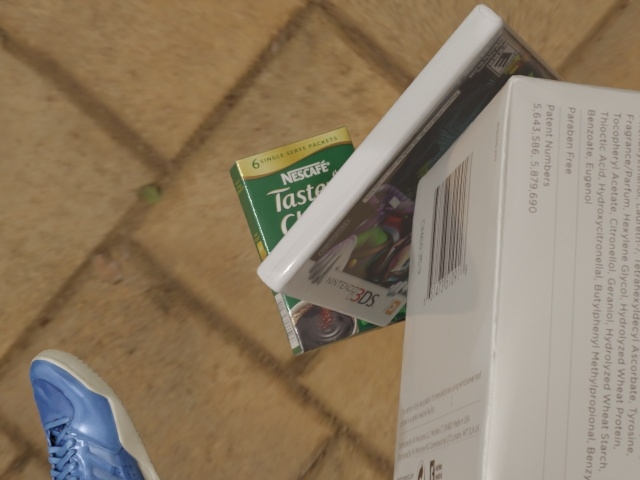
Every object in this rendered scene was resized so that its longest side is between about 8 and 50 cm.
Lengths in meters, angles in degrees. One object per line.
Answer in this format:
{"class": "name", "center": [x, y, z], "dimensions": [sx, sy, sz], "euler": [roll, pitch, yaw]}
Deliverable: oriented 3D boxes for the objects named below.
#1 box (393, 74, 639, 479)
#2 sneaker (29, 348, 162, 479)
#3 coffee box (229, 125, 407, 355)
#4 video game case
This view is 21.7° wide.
{"class": "box", "center": [0.111, 0.043, 0.736], "dimensions": [0.119, 0.181, 0.182], "euler": [7, 77, -7]}
{"class": "sneaker", "center": [-0.150, 0.146, 1.012], "dimensions": [0.058, 0.084, 0.152], "euler": [-21, 100, 50]}
{"class": "coffee box", "center": [0.000, 0.000, 1.493], "dimensions": [0.113, 0.040, 0.184], "euler": [-17, 83, -13]}
{"class": "video game case", "center": [0.062, -0.035, 0.963], "dimensions": [0.022, 0.173, 0.190], "euler": [43, 98, 23]}
